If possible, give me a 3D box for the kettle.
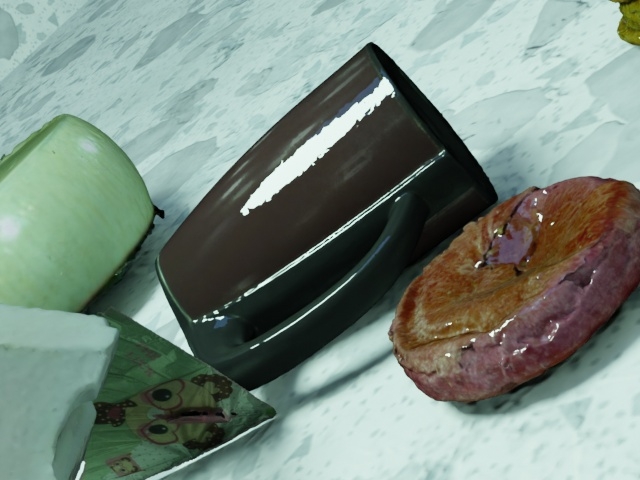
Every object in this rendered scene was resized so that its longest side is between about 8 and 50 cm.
[{"bbox_3d":[0.000,0.000,0.976,0.232,0.144,0.202,-40,36,12],"label":"kettle"}]

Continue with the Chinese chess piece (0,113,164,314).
[{"bbox_3d":[-0.322,0.030,1.370,0.349,0.146,0.349,-38,14,12],"label":"Chinese chess piece"}]

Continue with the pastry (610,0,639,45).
[{"bbox_3d":[0.262,-0.192,1.028,0.109,0.057,0.097,-27,22,26],"label":"pastry"}]

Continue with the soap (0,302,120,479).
[{"bbox_3d":[-0.236,0.197,0.764,0.302,0.159,0.257,-80,11,-58],"label":"soap"}]

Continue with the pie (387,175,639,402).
[{"bbox_3d":[0.120,0.025,0.821,0.182,0.049,0.182,-36,16,12],"label":"pie"}]

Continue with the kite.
[{"bbox_3d":[-0.152,0.116,0.913,0.229,0.250,0.012,108,161,-45],"label":"kite"}]
